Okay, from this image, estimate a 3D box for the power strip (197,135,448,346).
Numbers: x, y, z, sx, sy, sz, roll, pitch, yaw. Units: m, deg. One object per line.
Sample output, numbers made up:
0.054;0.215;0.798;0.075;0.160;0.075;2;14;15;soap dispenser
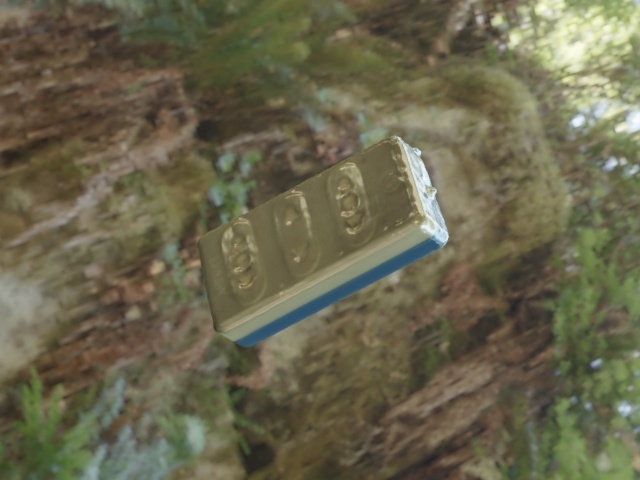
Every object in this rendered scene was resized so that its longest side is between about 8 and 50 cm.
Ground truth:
0.000;0.000;0.679;0.123;0.032;0.056;-28;-124;20;power strip
